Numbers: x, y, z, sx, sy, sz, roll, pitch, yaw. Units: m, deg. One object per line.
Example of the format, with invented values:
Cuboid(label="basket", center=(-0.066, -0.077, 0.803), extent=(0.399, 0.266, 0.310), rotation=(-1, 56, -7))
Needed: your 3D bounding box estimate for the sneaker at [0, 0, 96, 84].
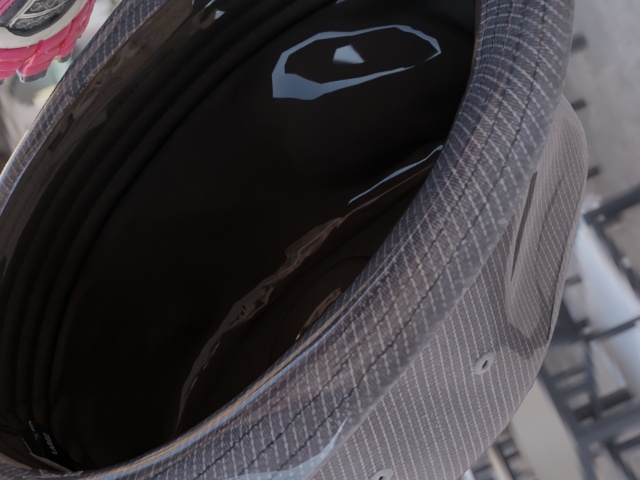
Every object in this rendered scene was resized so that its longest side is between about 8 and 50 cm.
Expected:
Cuboid(label="sneaker", center=(-0.116, -0.217, 0.723), extent=(0.112, 0.120, 0.299), rotation=(124, 154, -58))

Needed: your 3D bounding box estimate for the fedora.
Cuboid(label="fedora", center=(0.000, 0.000, 0.526), extent=(0.124, 0.275, 0.243), rotation=(38, 175, -38))
